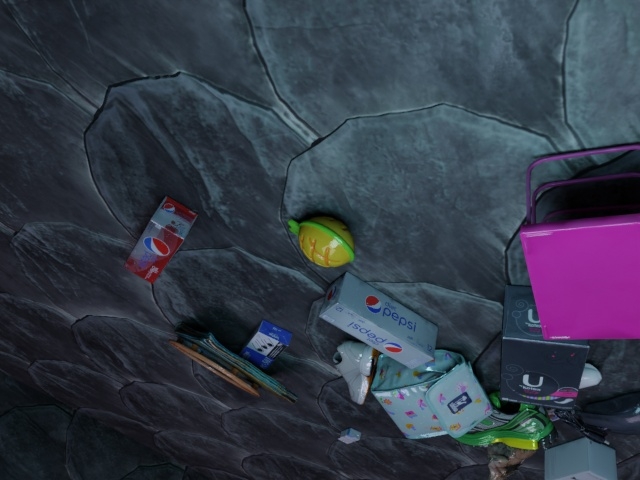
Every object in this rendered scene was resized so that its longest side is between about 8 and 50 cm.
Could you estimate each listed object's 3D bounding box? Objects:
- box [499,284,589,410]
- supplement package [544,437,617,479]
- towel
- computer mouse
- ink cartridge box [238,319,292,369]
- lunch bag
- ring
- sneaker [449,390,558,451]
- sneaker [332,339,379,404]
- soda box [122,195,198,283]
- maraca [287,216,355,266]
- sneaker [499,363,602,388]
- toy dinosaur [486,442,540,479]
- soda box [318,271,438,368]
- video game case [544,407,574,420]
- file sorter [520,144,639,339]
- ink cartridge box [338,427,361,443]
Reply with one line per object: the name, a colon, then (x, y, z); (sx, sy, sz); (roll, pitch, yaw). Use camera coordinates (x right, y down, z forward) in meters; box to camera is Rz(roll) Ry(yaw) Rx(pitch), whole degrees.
box: (0.481, 0.238, 1.220); (0.165, 0.143, 0.270); (2, 138, 19)
supplement package: (0.763, 0.665, 1.642); (0.105, 0.105, 0.179); (26, 141, -8)
towel: (-0.261, 0.374, 1.709); (0.370, 0.040, 0.271); (41, 159, -25)
computer mouse: (0.760, 0.462, 1.419); (0.188, 0.072, 0.272); (31, 138, -17)
ink cartridge box: (-0.168, 0.314, 1.662); (0.097, 0.046, 0.207); (27, 141, -8)
lunch bag: (0.302, 0.403, 1.480); (0.262, 0.160, 0.223); (-16, 122, 31)
ring: (-0.328, 0.394, 1.753); (0.336, 0.032, 0.337); (27, 161, 10)
sneaker: (0.481, 0.484, 1.557); (0.343, 0.134, 0.146); (-19, 92, 46)
sneaker: (0.094, 0.365, 1.589); (0.121, 0.099, 0.263); (17, 135, 15)
soda box: (-0.392, 0.005, 1.357); (0.092, 0.083, 0.263); (32, 141, -15)
maraca: (0.000, 0.000, 1.182); (0.185, 0.099, 0.127); (14, 148, 51)
sneaker: (0.559, 0.349, 1.361); (0.235, 0.095, 0.090); (-10, 131, 30)
toy dinosaur: (0.583, 0.625, 1.666); (0.200, 0.127, 0.295); (30, 129, -25)
soda box: (0.144, 0.196, 1.348); (0.286, 0.098, 0.091); (31, 139, -15)
video game case: (0.619, 0.459, 1.532); (0.122, 0.011, 0.087); (28, 140, -10)
file sorter: (0.460, 0.009, 0.925); (0.202, 0.182, 0.291); (-5, 136, 26)
ink cartridge box: (0.105, 0.715, 2.039); (0.048, 0.028, 0.083); (31, 140, -14)
